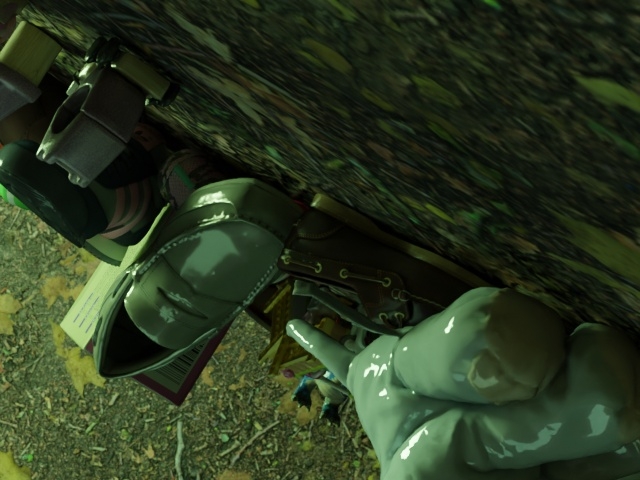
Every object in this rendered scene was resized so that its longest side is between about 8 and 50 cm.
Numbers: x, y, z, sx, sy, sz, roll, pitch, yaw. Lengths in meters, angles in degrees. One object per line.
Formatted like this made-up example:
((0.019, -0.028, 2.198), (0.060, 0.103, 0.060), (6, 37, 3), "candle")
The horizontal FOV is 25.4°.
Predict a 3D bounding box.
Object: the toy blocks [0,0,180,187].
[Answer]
((-0.332, -0.103, 1.062), (0.309, 0.260, 0.288), (36, 172, -24), "toy blocks")

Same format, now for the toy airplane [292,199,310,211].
((0.000, 0.000, 1.262), (0.151, 0.028, 0.151), (31, 174, 4), "toy airplane")

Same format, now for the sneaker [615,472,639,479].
((0.318, 0.214, 1.185), (0.237, 0.085, 0.086), (25, -163, 28), "sneaker")

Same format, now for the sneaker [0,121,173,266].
((-0.205, -0.065, 1.288), (0.112, 0.131, 0.319), (39, 177, 4), "sneaker")

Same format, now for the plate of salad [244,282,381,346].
((-0.007, 0.076, 1.574), (0.200, 0.048, 0.200), (24, -162, -8), "plate of salad")

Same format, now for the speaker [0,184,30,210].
((-0.448, -0.155, 1.789), (0.296, 0.131, 0.131), (31, 173, 11), "speaker")

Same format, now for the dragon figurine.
((0.035, 0.127, 1.728), (0.085, 0.144, 0.289), (35, -155, -19), "dragon figurine")

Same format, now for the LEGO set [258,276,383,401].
((0.017, 0.096, 1.413), (0.107, 0.132, 0.287), (30, 176, -18), "LEGO set")

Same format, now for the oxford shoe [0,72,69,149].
((-0.252, -0.114, 1.422), (0.098, 0.097, 0.271), (12, 174, 16), "oxford shoe")

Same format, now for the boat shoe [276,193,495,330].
((0.058, 0.036, 1.080), (0.207, 0.073, 0.073), (26, 168, 34), "boat shoe")

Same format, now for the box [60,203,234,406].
((-0.162, 0.044, 1.521), (0.117, 0.213, 0.243), (34, 173, -15), "box")

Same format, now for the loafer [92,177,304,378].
((-0.113, 0.044, 1.244), (0.112, 0.111, 0.319), (32, 146, -13), "loafer")

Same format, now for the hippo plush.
((0.091, 0.171, 0.947), (0.294, 0.236, 0.234), (16, 161, 2), "hippo plush")

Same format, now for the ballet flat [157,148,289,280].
((-0.070, -0.005, 1.324), (0.221, 0.077, 0.079), (45, -171, -48), "ballet flat")
